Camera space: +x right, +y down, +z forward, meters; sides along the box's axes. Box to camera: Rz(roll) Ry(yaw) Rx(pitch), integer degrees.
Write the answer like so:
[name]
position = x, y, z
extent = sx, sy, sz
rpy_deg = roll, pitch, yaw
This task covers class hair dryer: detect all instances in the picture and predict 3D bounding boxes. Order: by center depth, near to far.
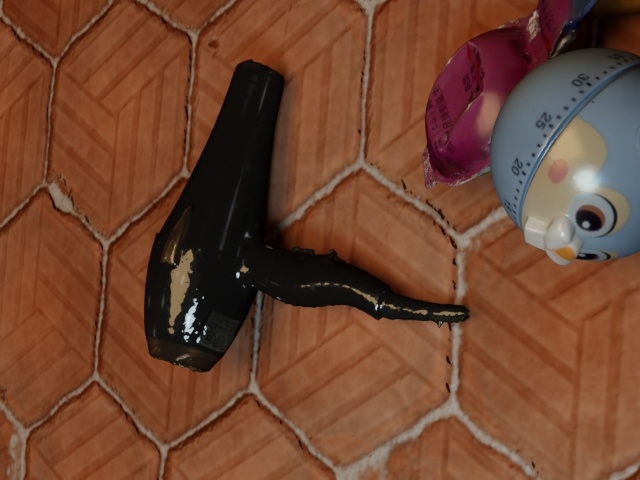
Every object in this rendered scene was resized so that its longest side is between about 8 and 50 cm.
[hair dryer]
position = 0.000, 0.000, 1.384
extent = 0.359, 0.120, 0.304
rpy_deg = 14, 81, 35

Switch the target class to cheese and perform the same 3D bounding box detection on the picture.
[cheese]
position = 0.154, -0.136, 1.218
extent = 0.244, 0.062, 0.155
rpy_deg = -52, 27, 33

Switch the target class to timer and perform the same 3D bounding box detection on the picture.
[timer]
position = 0.220, -0.025, 1.088
extent = 0.175, 0.175, 0.255
rpy_deg = -45, 52, 32

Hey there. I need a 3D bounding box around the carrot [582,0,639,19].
[carrot]
position = 0.316, -0.214, 1.093
extent = 0.336, 0.069, 0.069
rpy_deg = -20, 71, 45
